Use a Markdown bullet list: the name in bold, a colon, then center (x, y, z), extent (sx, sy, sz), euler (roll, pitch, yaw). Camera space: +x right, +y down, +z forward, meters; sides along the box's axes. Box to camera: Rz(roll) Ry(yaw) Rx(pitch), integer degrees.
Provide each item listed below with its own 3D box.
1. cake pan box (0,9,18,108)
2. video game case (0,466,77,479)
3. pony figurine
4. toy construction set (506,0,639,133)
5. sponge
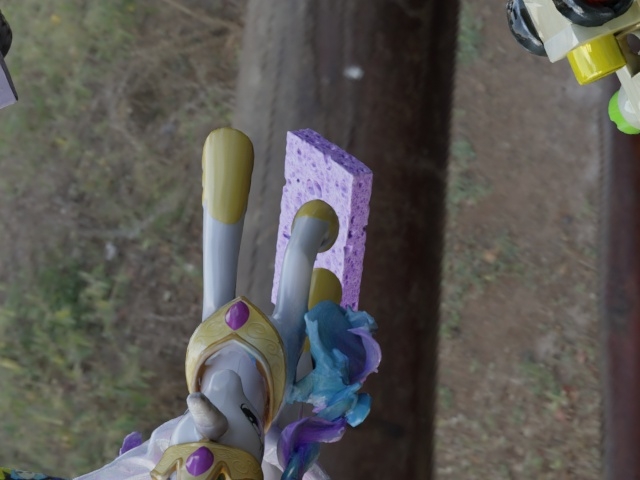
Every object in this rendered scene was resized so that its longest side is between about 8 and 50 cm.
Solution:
- **cake pan box**: center (-0.333, -0.110, 0.857), extent (0.267, 0.070, 0.246), euler (-25, 34, -10)
- **video game case**: center (-0.152, 0.144, 0.445), extent (0.210, 0.232, 0.042), euler (-107, 33, -61)
- **pony figurine**: center (-0.063, 0.147, 0.949), extent (0.363, 0.302, 0.351), euler (-81, -3, -55)
- **toy construction set**: center (0.192, -0.198, 0.792), extent (0.328, 0.215, 0.151), euler (62, 159, 18)
- **sponge**: center (0.000, 0.000, 1.399), extent (0.117, 0.031, 0.210), euler (37, 131, 43)
